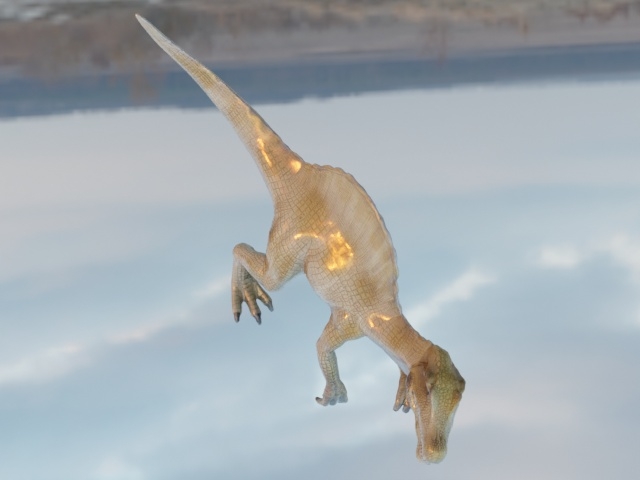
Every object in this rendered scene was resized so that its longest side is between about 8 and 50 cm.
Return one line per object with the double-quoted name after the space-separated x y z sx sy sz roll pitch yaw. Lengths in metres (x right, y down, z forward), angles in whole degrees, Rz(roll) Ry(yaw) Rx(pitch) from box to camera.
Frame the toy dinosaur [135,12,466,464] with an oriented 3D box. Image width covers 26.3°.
0.000 0.000 0.484 0.053 0.183 0.092 -27 161 -24 "toy dinosaur"
